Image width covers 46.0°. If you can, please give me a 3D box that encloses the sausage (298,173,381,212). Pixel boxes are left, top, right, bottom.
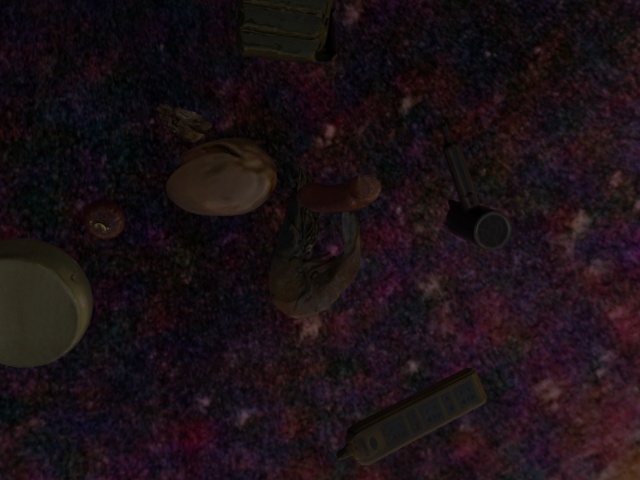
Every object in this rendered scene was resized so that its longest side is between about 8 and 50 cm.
[{"bbox_3d":[0.022,-0.058,0.928,0.040,0.177,0.047,-31,104,-23],"label":"sausage"}]

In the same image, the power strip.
[{"bbox_3d":[0.210,0.416,1.752,0.387,0.066,0.092,-24,94,-12],"label":"power strip"}]

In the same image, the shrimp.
[{"bbox_3d":[-0.004,-0.003,1.354,0.178,0.289,0.075,0,153,27],"label":"shrimp"}]

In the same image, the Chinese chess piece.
[{"bbox_3d":[-0.558,0.117,1.418,0.250,0.101,0.250,-1,114,-2],"label":"Chinese chess piece"}]

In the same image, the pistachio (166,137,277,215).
[{"bbox_3d":[-0.169,-0.104,1.298,0.215,0.144,0.144,-5,146,38],"label":"pistachio"}]

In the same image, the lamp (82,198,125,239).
[{"bbox_3d":[-0.517,-0.050,1.801,0.101,0.090,0.101,1,119,2],"label":"lamp"}]

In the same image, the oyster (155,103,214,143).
[{"bbox_3d":[-0.236,-0.201,1.325,0.103,0.148,0.051,18,99,-23],"label":"oyster"}]

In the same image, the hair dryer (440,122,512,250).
[{"bbox_3d":[0.270,-0.113,1.462,0.078,0.195,0.248,-22,105,-9],"label":"hair dryer"}]

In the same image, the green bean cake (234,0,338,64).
[{"bbox_3d":[-0.053,-0.540,1.448,0.218,0.335,0.319,2,140,-10],"label":"green bean cake"}]
